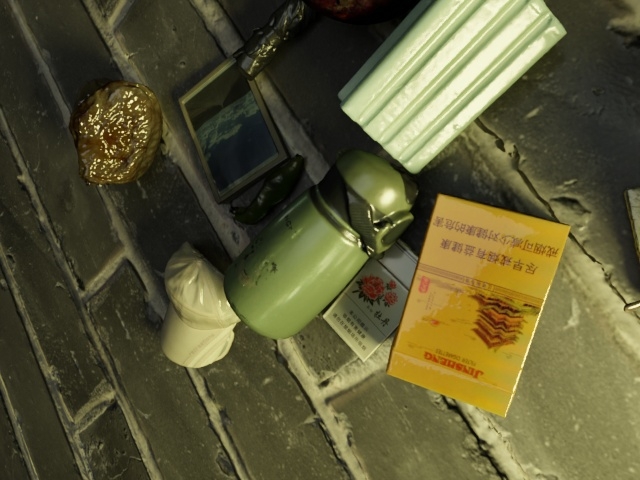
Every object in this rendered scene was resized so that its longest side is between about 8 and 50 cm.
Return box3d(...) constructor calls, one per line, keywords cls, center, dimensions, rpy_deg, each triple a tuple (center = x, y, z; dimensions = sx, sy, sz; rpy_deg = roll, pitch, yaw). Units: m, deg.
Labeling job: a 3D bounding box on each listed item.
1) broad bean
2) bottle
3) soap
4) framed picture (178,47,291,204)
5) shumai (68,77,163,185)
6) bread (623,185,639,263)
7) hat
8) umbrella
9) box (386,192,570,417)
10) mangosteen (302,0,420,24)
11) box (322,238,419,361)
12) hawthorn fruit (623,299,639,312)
box3d(cls="broad bean", center=(-0.100, -0.085, 0.834), dimensions=(0.195, 0.046, 0.061), rpy_deg=(-33, 78, 27))
box3d(cls="bottle", center=(0.001, 0.001, 0.706), dimensions=(0.347, 0.168, 0.168), rpy_deg=(-45, 71, 24))
box3d(cls="soap", center=(0.170, -0.243, 0.616), dimensions=(0.160, 0.087, 0.265), rpy_deg=(36, 115, -22))
box3d(cls="framed picture", center=(-0.180, -0.226, 0.891), dimensions=(0.189, 0.023, 0.260), rpy_deg=(-28, 77, 24))
box3d(cls="shumai", center=(-0.451, -0.245, 0.984), dimensions=(0.185, 0.184, 0.218), rpy_deg=(-140, 53, -59))
box3d(cls="bread", center=(0.432, 0.001, 0.550), dimensions=(0.068, 0.028, 0.153), rpy_deg=(-13, 84, 29))
box3d(cls="hat", center=(-0.272, 0.134, 0.885), dimensions=(0.219, 0.164, 0.226), rpy_deg=(36, 86, 25))
box3d(cls="umbrella", center=(-0.064, -0.388, 0.799), dimensions=(0.236, 0.059, 0.066), rpy_deg=(-34, 89, 21))
box3d(cls="box", center=(0.213, 0.084, 0.629), dimensions=(0.174, 0.076, 0.274), rpy_deg=(17, 99, 17))
box3d(cls="mangosteen", center=(0.072, -0.464, 0.607), dimensions=(0.297, 0.297, 0.313), rpy_deg=(35, 70, 24))
box3d(cls="box", center=(0.098, 0.097, 0.737), dimensions=(0.109, 0.029, 0.198), rpy_deg=(46, 112, 20))
box3d(cls="hawthorn fruit", center=(0.506, 0.022, 0.395), dimensions=(0.263, 0.231, 0.235), rpy_deg=(34, 82, 22))
